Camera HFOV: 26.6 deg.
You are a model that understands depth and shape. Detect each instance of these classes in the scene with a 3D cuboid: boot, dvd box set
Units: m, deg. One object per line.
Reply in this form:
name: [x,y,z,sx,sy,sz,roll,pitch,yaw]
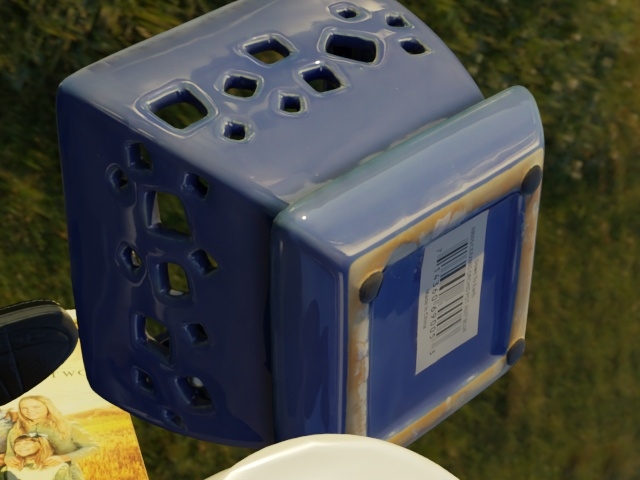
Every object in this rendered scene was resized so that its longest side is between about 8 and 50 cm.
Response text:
boot: [-0.328,0.067,1.088,0.236,0.179,0.085,-24,135,-11]
dvd box set: [-0.317,0.190,1.202,0.307,0.420,0.062,-3,116,-16]

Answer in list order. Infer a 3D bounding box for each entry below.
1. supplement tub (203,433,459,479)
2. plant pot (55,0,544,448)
supplement tub: [-0.017,0.164,0.483,0.144,0.144,0.200,-40,168,-34]
plant pot: [0.000,0.000,0.820,0.236,0.212,0.236,-29,134,-35]
